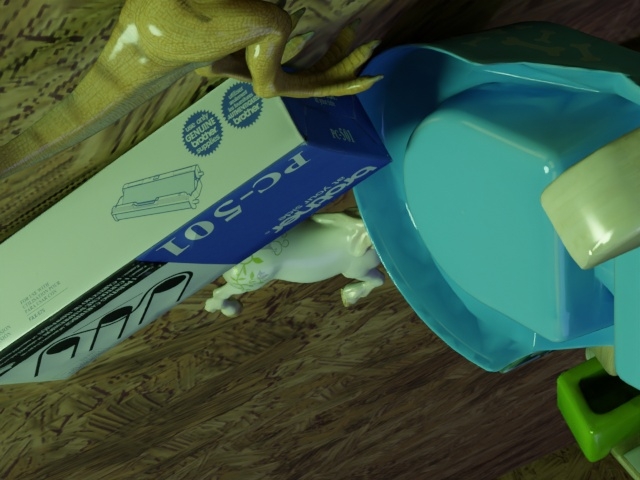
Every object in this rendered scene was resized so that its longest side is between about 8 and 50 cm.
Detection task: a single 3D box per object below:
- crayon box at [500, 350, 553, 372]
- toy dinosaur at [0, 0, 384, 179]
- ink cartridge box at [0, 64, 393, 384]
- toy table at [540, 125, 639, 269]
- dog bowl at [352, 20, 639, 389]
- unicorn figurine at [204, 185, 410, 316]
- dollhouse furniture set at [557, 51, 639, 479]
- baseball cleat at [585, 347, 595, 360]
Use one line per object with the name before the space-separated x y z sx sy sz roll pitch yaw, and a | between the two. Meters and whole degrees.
crayon box | 0.263 -0.021 1.148 0.203 0.083 0.323 -19 162 -28
toy dinosaur | -0.046 -0.073 0.523 0.211 0.064 0.112 -44 142 22
ink cartridge box | -0.077 -0.003 0.694 0.207 0.046 0.097 -33 165 20
toy table | 0.193 -0.066 0.468 0.274 0.252 0.161 -3 155 -38
dog bowl | 0.135 0.000 0.658 0.074 0.297 0.166 -29 129 -29
unicorn figurine | 0.000 0.000 0.807 0.162 0.060 0.111 -23 165 -18
dollhouse furniture set | 0.254 0.020 0.921 0.197 0.151 0.302 -25 137 -15
baseball cleat | 0.269 0.083 1.209 0.109 0.072 0.206 -20 161 -1
